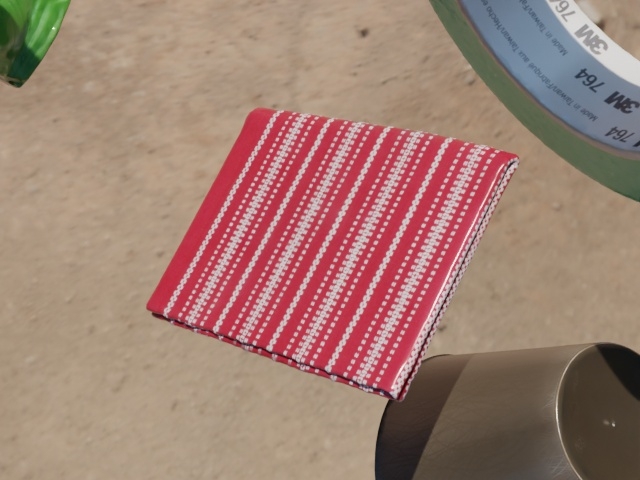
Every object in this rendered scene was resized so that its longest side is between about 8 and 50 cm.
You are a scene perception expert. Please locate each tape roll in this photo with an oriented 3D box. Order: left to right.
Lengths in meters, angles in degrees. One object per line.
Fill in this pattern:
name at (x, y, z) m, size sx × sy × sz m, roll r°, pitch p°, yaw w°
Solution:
tape roll at (0.170, -0.167, 0.823) m, size 0.077 × 0.321 × 0.321 m, roll -37°, pitch 93°, yaw -13°

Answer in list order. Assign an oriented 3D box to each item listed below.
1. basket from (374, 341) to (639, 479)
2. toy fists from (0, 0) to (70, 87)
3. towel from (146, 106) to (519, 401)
basket at (0.171, 0.168, 1.101) m, size 0.154 × 0.204 × 0.227 m, roll 23°, pitch 153°, yaw -24°
toy fists at (-0.300, -0.132, 1.021) m, size 0.142 × 0.096 × 0.279 m, roll 28°, pitch 78°, yaw -29°
towel at (0.000, 0.000, 0.991) m, size 0.275 × 0.031 × 0.199 m, roll 15°, pitch 73°, yaw 44°
